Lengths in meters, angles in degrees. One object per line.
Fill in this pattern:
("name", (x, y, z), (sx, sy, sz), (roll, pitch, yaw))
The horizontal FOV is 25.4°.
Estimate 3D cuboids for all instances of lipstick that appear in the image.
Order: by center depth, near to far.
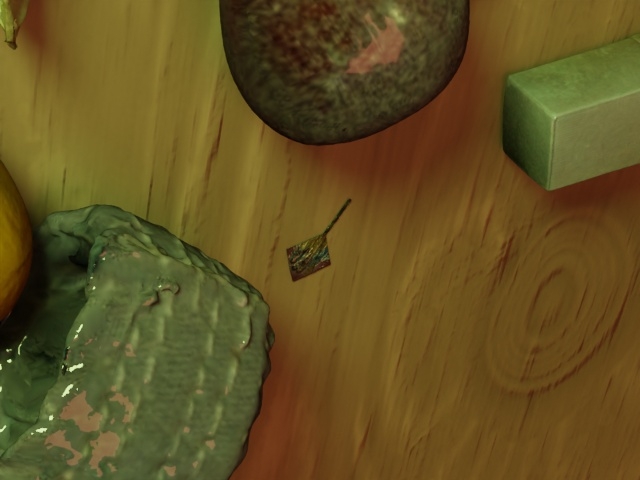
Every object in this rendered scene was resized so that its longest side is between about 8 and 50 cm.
("lipstick", (0.327, -0.137, 1.183), (0.371, 0.076, 0.080), (-18, 131, -19))

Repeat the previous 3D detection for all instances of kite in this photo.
("kite", (0.003, 0.003, 1.139), (0.078, 0.002, 0.044), (-39, 134, 0))

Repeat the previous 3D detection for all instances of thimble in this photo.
("thimble", (-0.153, 0.099, 0.975), (0.172, 0.205, 0.236), (31, 104, -41))

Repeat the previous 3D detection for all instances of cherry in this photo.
("cherry", (0.017, -0.151, 0.940), (0.176, 0.140, 0.176), (-7, 124, -10))

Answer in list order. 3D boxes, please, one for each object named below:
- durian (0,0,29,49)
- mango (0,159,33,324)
("durian", (-0.183, -0.181, 0.847), (0.052, 0.066, 0.130), (-11, 115, -37))
("mango", (-0.285, -0.018, 0.877), (0.227, 0.109, 0.147), (24, 97, -25))
